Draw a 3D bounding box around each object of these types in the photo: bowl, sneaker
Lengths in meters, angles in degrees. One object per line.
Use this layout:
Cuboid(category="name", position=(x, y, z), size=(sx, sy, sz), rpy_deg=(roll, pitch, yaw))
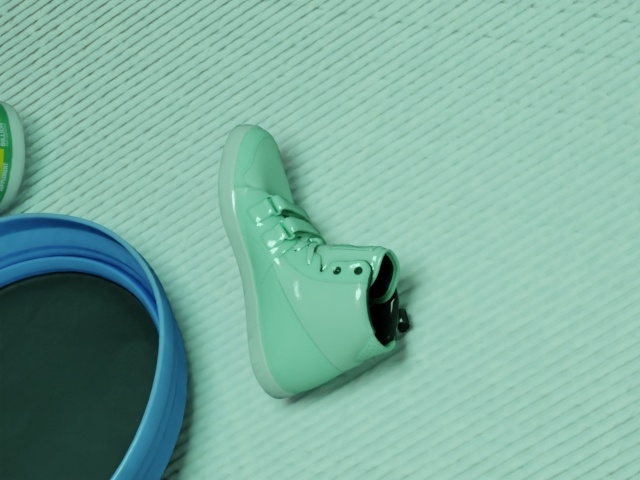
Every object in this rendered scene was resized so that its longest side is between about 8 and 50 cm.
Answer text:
Cuboid(category="bowl", position=(-0.299, 0.158, 1.800), size=(0.391, 0.077, 0.391), rpy_deg=(-14, 54, 20))
Cuboid(category="sneaker", position=(0.000, 0.001, 1.724), size=(0.151, 0.094, 0.256), rpy_deg=(-20, 73, 27))

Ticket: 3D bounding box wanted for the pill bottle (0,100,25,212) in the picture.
Cuboid(category="pill bottle", position=(-0.407, -0.089, 1.898), size=(0.117, 0.208, 0.117), rpy_deg=(-11, 77, 56))
